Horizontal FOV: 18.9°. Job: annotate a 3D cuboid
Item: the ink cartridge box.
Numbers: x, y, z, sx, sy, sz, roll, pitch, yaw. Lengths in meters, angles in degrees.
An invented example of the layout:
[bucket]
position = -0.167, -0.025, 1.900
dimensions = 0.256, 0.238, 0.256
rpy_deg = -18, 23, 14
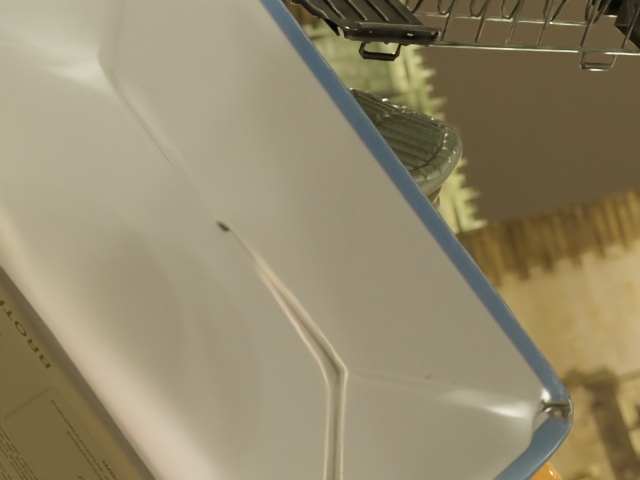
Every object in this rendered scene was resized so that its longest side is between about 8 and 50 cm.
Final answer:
[ink cartridge box]
position = -0.111, 0.043, 0.796
dimensions = 0.270, 0.151, 0.395
rpy_deg = 54, -30, -2

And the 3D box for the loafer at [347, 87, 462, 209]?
[loafer]
position = 0.000, 0.000, 0.962
dimensions = 0.094, 0.251, 0.087
rpy_deg = 23, -58, 10

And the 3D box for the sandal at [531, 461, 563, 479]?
[sandal]
position = 0.083, 0.092, 1.247
dimensions = 0.265, 0.102, 0.076
rpy_deg = 42, -62, -16

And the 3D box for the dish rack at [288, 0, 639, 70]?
[dish rack]
position = 0.069, -0.174, 1.055
dimensions = 0.208, 0.272, 0.074
rpy_deg = 51, -50, 40
